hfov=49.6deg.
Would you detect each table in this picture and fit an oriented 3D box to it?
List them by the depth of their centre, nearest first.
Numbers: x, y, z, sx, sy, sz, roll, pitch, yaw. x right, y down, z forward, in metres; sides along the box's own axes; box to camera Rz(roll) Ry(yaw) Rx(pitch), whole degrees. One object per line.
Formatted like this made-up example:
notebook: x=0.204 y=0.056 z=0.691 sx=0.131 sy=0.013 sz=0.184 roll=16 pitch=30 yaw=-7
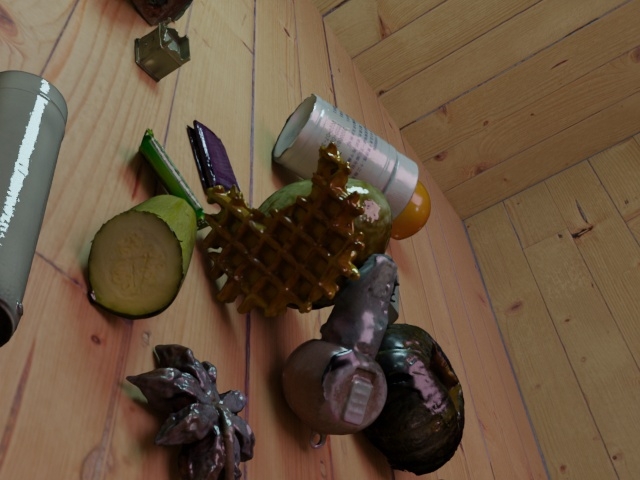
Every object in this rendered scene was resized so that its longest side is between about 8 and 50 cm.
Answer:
table: x=-0.299 y=-0.363 z=1.314 sx=0.062 sy=0.083 sz=0.079 roll=42 pitch=28 yaw=-47

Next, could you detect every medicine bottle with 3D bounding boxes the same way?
medicine bottle: x=0.066 y=-0.194 z=1.714 sx=0.332 sy=0.190 sz=0.190 roll=31 pitch=30 yaw=-19

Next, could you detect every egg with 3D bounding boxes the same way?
egg: x=0.000 y=0.000 z=1.272 sx=0.238 sy=0.289 sz=0.238 roll=55 pitch=17 yaw=-26

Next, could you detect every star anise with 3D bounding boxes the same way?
star anise: x=-0.144 y=0.244 z=0.895 sx=0.262 sy=0.081 sz=0.230 roll=63 pitch=8 yaw=10

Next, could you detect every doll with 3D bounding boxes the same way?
doll: x=0.236 y=-0.119 z=2.221 sx=0.236 sy=0.213 sz=0.213 roll=20 pitch=44 yaw=-44

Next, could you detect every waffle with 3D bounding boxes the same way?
waffle: x=-0.056 y=-0.003 z=1.127 sx=0.069 sy=0.293 sz=0.259 roll=23 pitch=55 yaw=-63

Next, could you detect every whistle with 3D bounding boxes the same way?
whistle: x=0.040 y=0.185 z=1.194 sx=0.189 sy=0.189 sz=0.347 roll=32 pitch=76 yaw=-56

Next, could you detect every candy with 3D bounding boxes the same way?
candy: x=-0.239 y=-0.094 z=1.124 sx=0.178 sy=0.032 sz=0.102 roll=58 pitch=-14 yaw=-8

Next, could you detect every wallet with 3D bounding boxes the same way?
wallet: x=-0.201 y=-0.148 z=1.355 sx=0.111 sy=0.030 sz=0.166 roll=26 pitch=39 yaw=-59

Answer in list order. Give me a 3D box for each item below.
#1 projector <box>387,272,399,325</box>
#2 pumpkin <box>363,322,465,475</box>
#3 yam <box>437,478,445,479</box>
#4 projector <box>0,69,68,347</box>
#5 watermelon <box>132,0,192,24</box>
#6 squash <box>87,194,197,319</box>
projector: x=0.095 y=0.073 z=1.711 sx=0.250 sy=0.108 sz=0.198 roll=54 pitch=21 yaw=-19
pumpkin: x=0.183 y=0.320 z=1.464 sx=0.320 sy=0.192 sz=0.320 roll=49 pitch=22 yaw=-28
yam: x=0.247 y=0.596 z=1.458 sx=0.061 sy=0.061 sz=0.274 roll=60 pitch=18 yaw=-8
projector: x=-0.343 y=-0.046 z=0.732 sx=0.108 sy=0.108 sz=0.337 roll=46 pitch=25 yaw=-40
watermelon: x=-0.288 y=-0.571 z=1.423 sx=0.151 sy=0.264 sz=0.302 roll=37 pitch=39 yaw=-26
squash: x=-0.225 y=-0.020 z=0.973 sx=0.137 sy=0.137 sz=0.287 roll=55 pitch=17 yaw=-20
